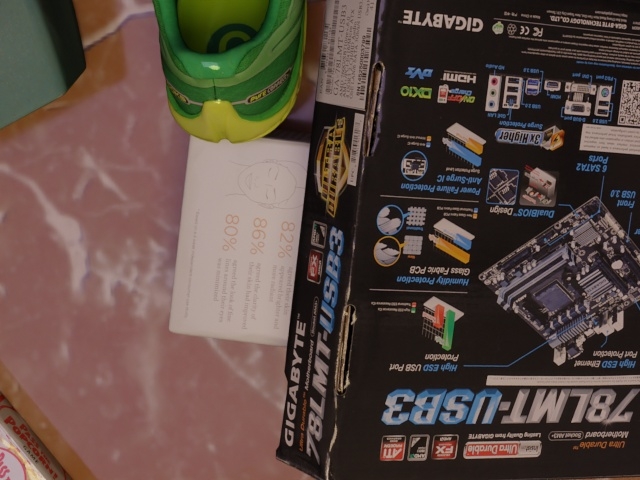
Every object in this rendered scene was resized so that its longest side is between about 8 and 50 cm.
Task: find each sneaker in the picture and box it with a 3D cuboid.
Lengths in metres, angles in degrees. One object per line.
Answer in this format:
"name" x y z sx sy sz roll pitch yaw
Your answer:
"sneaker" -0.047 -0.209 1.143 0.109 0.123 0.295 -2 74 2

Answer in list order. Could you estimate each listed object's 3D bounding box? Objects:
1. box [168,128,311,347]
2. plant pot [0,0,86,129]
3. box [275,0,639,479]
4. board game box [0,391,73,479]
"box" 0.000 0.000 1.206 0.170 0.091 0.130 8 97 3
"plant pot" -0.251 -0.175 1.172 0.165 0.166 0.234 -27 103 7
"box" 0.130 -0.004 1.139 0.295 0.073 0.293 2 100 -29
"board game box" -0.263 0.194 1.273 0.193 0.045 0.147 -38 93 8
